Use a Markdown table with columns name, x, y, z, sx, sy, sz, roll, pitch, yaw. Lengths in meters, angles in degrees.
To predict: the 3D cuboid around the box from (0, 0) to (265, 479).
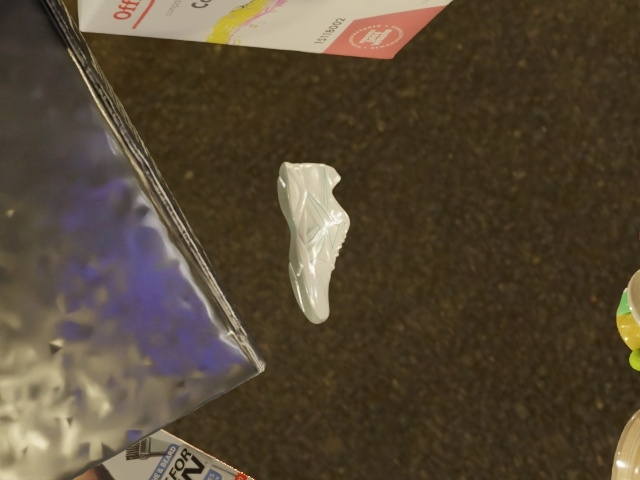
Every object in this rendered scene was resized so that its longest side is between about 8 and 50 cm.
| name | x | y | z | sx | sy | sz | roll | pitch | yaw |
| --- | --- | --- | --- | --- | --- | --- | --- | --- | --- |
| box | -0.197 | -0.046 | 0.804 | 0.182 | 0.294 | 0.296 | -31 | 20 | -4 |

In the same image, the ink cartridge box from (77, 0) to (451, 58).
| name | x | y | z | sx | sy | sz | roll | pitch | yaw |
| --- | --- | --- | --- | --- | --- | --- | --- | --- | --- |
| ink cartridge box | -0.036 | -0.137 | 0.601 | 0.115 | 0.198 | 0.067 | 141 | 127 | -60 |

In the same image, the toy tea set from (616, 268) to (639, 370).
| name | x | y | z | sx | sy | sz | roll | pitch | yaw |
| --- | --- | --- | --- | --- | --- | --- | --- | --- | --- |
| toy tea set | 0.356 | 0.084 | 1.291 | 0.200 | 0.124 | 0.336 | 39 | 51 | 4 |

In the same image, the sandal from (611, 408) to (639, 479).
| name | x | y | z | sx | sy | sz | roll | pitch | yaw |
| --- | --- | --- | --- | --- | --- | --- | --- | --- | --- |
| sandal | 0.208 | 0.210 | 0.761 | 0.088 | 0.240 | 0.079 | -14 | 21 | -26 |

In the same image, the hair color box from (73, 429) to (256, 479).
| name | x | y | z | sx | sy | sz | roll | pitch | yaw |
| --- | --- | --- | --- | --- | --- | --- | --- | --- | --- |
| hair color box | -0.129 | 0.174 | 0.956 | 0.167 | 0.053 | 0.093 | 25 | 74 | 17 |

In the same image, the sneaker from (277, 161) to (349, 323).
| name | x | y | z | sx | sy | sz | roll | pitch | yaw |
| --- | --- | --- | --- | --- | --- | --- | --- | --- | --- |
| sneaker | 0.000 | 0.000 | 1.278 | 0.061 | 0.053 | 0.152 | -4 | 82 | -16 |
